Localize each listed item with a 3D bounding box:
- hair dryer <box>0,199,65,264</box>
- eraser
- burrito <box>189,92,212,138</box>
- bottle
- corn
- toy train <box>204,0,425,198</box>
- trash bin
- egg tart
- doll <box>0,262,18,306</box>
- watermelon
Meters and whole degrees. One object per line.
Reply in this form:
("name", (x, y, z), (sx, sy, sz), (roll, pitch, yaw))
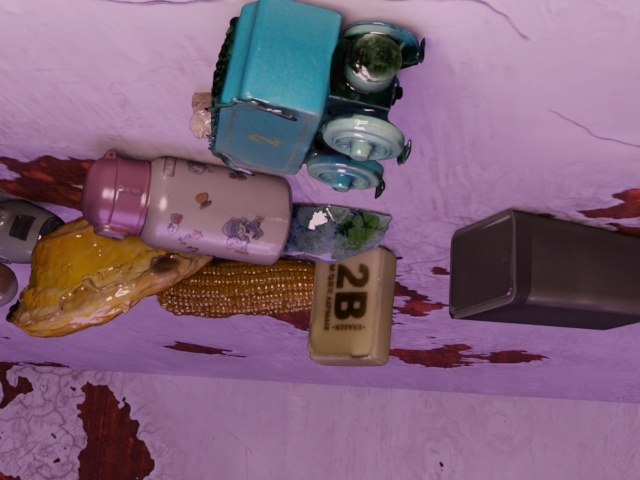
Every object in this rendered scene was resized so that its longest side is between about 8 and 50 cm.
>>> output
("hair dryer", (-0.491, -0.051, 1.390), (0.229, 0.092, 0.267), (0, 152, 42))
("eraser", (0.046, 0.097, 1.541), (0.117, 0.172, 0.058), (-2, 163, 28))
("burrito", (-0.042, -0.113, 0.991), (0.171, 0.051, 0.042), (8, 152, 1))
("bottle", (-0.156, -0.039, 1.201), (0.233, 0.109, 0.110), (9, 165, -18))
("corn", (-0.118, 0.074, 1.664), (0.313, 0.101, 0.102), (-3, 164, 20))
("toy train", (-0.009, -0.116, 0.863), (0.163, 0.112, 0.203), (13, 164, -5))
("trash bin", (0.314, 0.047, 1.374), (0.241, 0.122, 0.164), (8, 165, -20))
("egg tart", (-0.266, 0.018, 1.312), (0.295, 0.116, 0.295), (-20, -165, 6))
("doll", (-0.669, 0.076, 1.699), (0.330, 0.235, 0.174), (-11, 117, 25))
("watermelon", (0.000, 0.000, 1.399), (0.187, 0.071, 0.139), (4, 170, 3))
